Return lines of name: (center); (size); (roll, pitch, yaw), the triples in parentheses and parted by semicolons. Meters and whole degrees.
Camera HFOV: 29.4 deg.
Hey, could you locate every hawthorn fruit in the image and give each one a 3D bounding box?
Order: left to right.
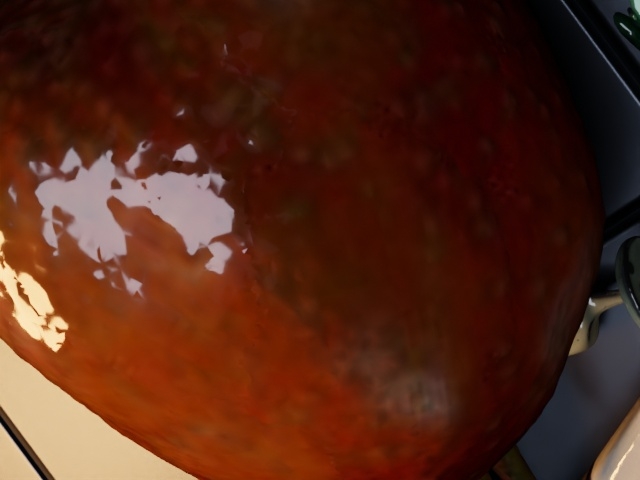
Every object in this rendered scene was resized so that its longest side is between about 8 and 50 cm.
hawthorn fruit: (0.000, 0.000, 0.569); (0.284, 0.285, 0.369); (-35, 107, 31)

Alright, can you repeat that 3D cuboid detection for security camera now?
security camera: (0.135, 0.036, 0.636); (0.092, 0.058, 0.058); (-25, 95, 38)

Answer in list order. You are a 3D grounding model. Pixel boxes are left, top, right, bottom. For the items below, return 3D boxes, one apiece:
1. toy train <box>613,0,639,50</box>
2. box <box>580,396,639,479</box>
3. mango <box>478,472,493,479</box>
toy train: (0.163, -0.181, 0.503); (0.243, 0.132, 0.188); (42, 112, 7)
box: (0.227, 0.129, 0.608); (0.168, 0.071, 0.259); (32, 117, 12)
mango: (0.040, 0.141, 0.693); (0.111, 0.089, 0.163); (-23, 104, 29)
